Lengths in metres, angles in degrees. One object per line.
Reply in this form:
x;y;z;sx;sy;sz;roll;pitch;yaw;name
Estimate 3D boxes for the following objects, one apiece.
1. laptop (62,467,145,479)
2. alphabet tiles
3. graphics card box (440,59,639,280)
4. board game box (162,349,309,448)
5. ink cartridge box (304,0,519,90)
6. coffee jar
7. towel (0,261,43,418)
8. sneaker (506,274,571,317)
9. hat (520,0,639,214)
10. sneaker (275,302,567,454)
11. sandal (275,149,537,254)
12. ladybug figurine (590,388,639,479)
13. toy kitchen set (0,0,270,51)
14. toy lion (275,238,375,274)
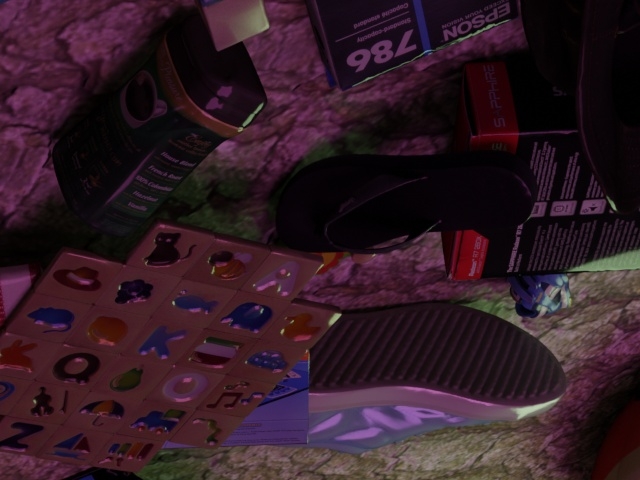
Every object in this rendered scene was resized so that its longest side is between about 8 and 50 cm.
-0.212;0.359;1.993;0.136;0.264;0.234;-55;156;-22;laptop
-0.156;0.104;1.627;0.285;0.011;0.342;14;134;-33;alphabet tiles
0.304;-0.069;1.676;0.371;0.094;0.233;-3;144;-4;graphics card box
-0.151;0.148;1.737;0.281;0.027;0.145;-2;137;-3;board game box
0.064;-0.223;1.401;0.165;0.065;0.332;-23;149;-2;ink cartridge box
-0.126;-0.092;1.435;0.184;0.096;0.079;-41;142;26;coffee jar
-0.399;0.114;1.582;0.329;0.037;0.237;-10;145;-11;towel
0.226;0.041;1.896;0.059;0.053;0.144;-22;147;0;sneaker
0.238;-0.191;1.450;0.331;0.134;0.331;-34;134;-45;hat
0.076;0.157;1.905;0.366;0.135;0.150;5;140;-21;sneaker
0.064;-0.031;1.595;0.254;0.054;0.097;-10;127;31;sandal
0.473;0.286;2.307;0.305;0.162;0.449;-16;147;-13;ladybug figurine
-0.162;-0.190;1.203;0.207;0.166;0.122;-23;148;-2;toy kitchen set
0.000;0.000;1.715;0.096;0.034;0.100;-15;147;-1;toy lion
